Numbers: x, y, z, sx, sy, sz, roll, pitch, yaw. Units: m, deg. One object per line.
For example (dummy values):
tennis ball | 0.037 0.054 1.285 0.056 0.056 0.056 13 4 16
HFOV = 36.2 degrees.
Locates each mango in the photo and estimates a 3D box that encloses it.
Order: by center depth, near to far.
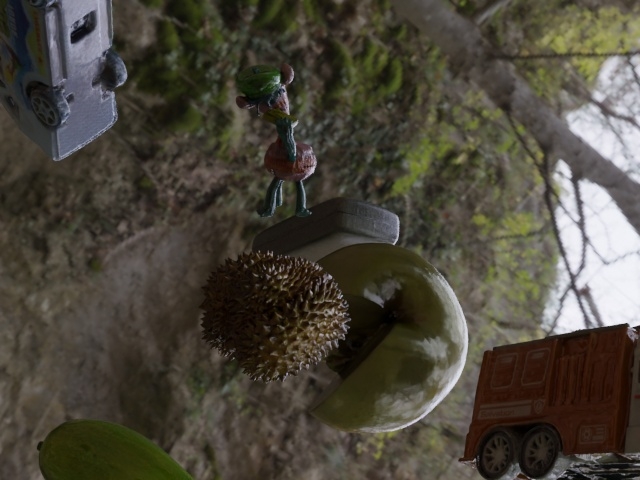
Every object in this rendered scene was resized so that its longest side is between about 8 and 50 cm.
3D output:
mango | -0.353 0.429 1.779 0.343 0.192 0.156 21 -88 20

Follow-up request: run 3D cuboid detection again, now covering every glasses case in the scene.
glasses case | 0.000 0.000 1.737 0.323 0.131 0.074 -22 -124 55

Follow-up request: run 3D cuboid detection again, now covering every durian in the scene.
durian | -0.051 0.077 1.034 0.168 0.158 0.137 -28 146 -46

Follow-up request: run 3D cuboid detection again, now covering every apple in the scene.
apple | 0.076 0.153 1.503 0.254 0.292 0.292 124 -15 -55

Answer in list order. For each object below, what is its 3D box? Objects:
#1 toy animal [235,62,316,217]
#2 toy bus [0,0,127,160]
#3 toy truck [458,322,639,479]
toy animal | -0.055 -0.129 1.306 0.100 0.208 0.103 -10 -157 -11
toy bus | -0.276 -0.235 0.974 0.109 0.136 0.329 -44 160 -34
toy truck | 0.362 0.205 1.182 0.388 0.173 0.206 -20 -127 51
